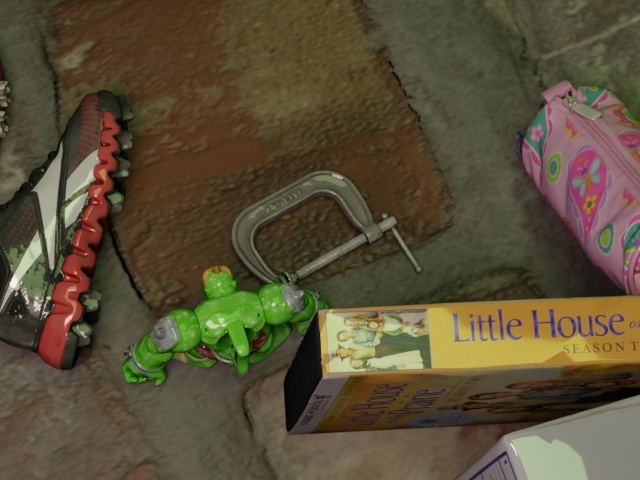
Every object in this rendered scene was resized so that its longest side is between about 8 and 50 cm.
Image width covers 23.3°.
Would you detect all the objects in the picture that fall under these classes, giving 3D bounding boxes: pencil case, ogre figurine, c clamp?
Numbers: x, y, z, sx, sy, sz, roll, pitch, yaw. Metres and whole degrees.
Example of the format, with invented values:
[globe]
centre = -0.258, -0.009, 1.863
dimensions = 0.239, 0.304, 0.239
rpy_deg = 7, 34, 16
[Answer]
[pencil case]
centre = 0.281, -0.044, 1.438
dimensions = 0.124, 0.124, 0.284
rpy_deg = -10, 33, -10
[ogre figurine]
centre = -0.083, 0.080, 1.425
dimensions = 0.197, 0.118, 0.097
rpy_deg = 3, 71, -6
[c clamp]
centre = 0.000, 0.000, 1.512
dimensions = 0.160, 0.022, 0.137
rpy_deg = -24, 76, -14

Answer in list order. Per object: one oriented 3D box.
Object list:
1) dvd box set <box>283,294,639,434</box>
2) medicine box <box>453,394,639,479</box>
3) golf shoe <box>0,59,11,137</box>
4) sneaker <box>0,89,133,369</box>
[dvd box set]
centre = 0.188, 0.110, 1.348
dimensions = 0.420, 0.307, 0.062
rpy_deg = -2, 74, -8
[medicine box]
centre = 0.229, 0.294, 1.298
dimensions = 0.149, 0.289, 0.264
rpy_deg = -15, 74, -11
[golf shoe]
centre = -0.383, -0.074, 1.431
dimensions = 0.140, 0.115, 0.306
rpy_deg = 6, 51, 11
[sneaker]
centre = -0.254, -0.022, 1.450
dimensions = 0.135, 0.097, 0.276
rpy_deg = 13, 72, -4
